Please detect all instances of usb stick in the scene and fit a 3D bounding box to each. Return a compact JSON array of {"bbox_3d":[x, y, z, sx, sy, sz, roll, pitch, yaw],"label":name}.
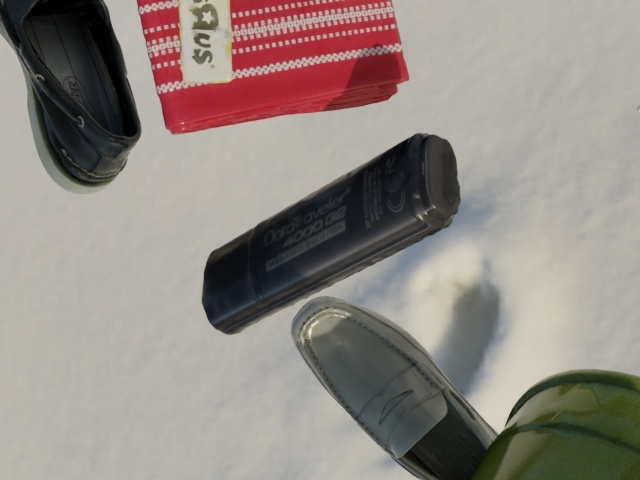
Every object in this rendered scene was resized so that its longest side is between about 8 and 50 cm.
[{"bbox_3d":[0.000,0.000,1.128,0.278,0.045,0.077,-29,53,47],"label":"usb stick"}]

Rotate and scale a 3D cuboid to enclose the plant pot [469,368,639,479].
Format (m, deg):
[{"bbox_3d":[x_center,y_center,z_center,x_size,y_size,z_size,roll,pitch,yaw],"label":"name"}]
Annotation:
[{"bbox_3d":[0.218,0.364,1.364,0.366,0.353,0.366,29,139,28],"label":"plant pot"}]

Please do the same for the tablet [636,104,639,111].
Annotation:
[{"bbox_3d":[0.279,-0.104,1.118,0.054,0.083,0.006,142,123,-71],"label":"tablet"}]

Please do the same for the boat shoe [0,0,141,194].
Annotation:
[{"bbox_3d":[-0.266,-0.223,1.574,0.113,0.127,0.340,-30,71,49],"label":"boat shoe"}]

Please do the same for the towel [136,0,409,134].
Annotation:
[{"bbox_3d":[-0.052,-0.225,1.156,0.031,0.199,0.274,165,92,-71],"label":"towel"}]

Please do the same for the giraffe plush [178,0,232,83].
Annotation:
[{"bbox_3d":[-0.065,-0.154,0.498,0.170,0.181,0.210,-68,-40,-84],"label":"giraffe plush"}]

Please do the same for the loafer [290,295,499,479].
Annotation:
[{"bbox_3d":[0.099,0.181,1.654,0.112,0.319,0.111,-49,11,7],"label":"loafer"}]
